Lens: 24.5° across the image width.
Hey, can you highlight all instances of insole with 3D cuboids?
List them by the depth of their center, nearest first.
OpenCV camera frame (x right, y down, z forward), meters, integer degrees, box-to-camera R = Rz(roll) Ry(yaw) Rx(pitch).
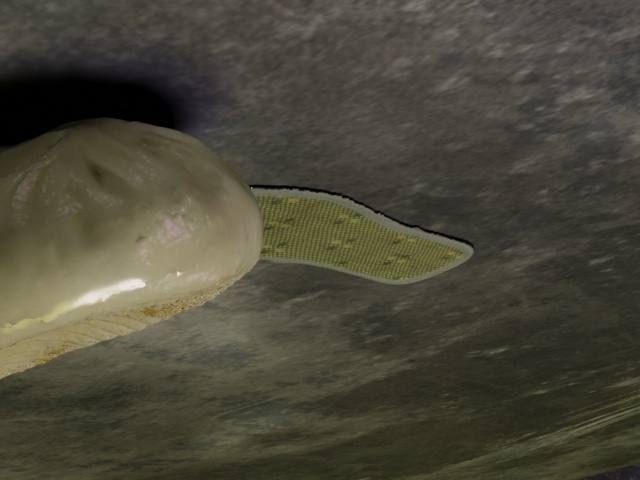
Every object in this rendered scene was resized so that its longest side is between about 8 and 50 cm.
[{"bbox_3d":[0.000,0.000,0.943,0.109,0.007,0.322,-22,160,30],"label":"insole"}]

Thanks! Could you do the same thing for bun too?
[{"bbox_3d":[-0.122,0.000,0.685,0.183,0.102,0.183,-20,172,-3],"label":"bun"}]
